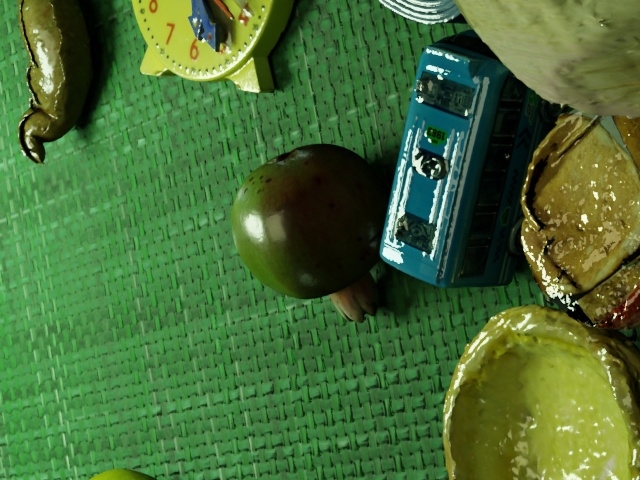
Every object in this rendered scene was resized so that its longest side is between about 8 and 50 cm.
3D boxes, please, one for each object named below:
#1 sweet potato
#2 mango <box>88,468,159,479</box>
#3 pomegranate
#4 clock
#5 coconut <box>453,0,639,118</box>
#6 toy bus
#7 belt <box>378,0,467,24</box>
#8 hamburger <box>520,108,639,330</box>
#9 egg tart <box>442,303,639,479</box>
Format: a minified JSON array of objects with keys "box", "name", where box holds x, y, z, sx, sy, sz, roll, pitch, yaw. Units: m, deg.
[{"box":[-0.355,-0.257,1.988,0.124,0.098,0.310,-8,84,52],"name":"sweet potato"},{"box":[-0.206,0.403,1.862,0.293,0.143,0.175,39,121,25],"name":"mango"},{"box":[0.000,0.000,1.616,0.180,0.180,0.210,-3,120,45],"name":"pomegranate"},{"box":[-0.141,-0.324,1.783,0.277,0.071,0.294,6,97,45],"name":"clock"},{"box":[0.238,-0.296,1.193,0.404,0.404,0.405,4,96,45],"name":"coconut"},{"box":[0.147,-0.080,1.473,0.113,0.134,0.246,26,112,41],"name":"toy bus"},{"box":[0.116,-0.298,1.523,0.190,0.082,0.141,36,120,36],"name":"belt"},{"box":[0.285,-0.029,1.350,0.231,0.106,0.231,-4,84,41],"name":"hamburger"},{"box":[0.240,0.203,1.413,0.294,0.123,0.294,4,96,49],"name":"egg tart"}]
